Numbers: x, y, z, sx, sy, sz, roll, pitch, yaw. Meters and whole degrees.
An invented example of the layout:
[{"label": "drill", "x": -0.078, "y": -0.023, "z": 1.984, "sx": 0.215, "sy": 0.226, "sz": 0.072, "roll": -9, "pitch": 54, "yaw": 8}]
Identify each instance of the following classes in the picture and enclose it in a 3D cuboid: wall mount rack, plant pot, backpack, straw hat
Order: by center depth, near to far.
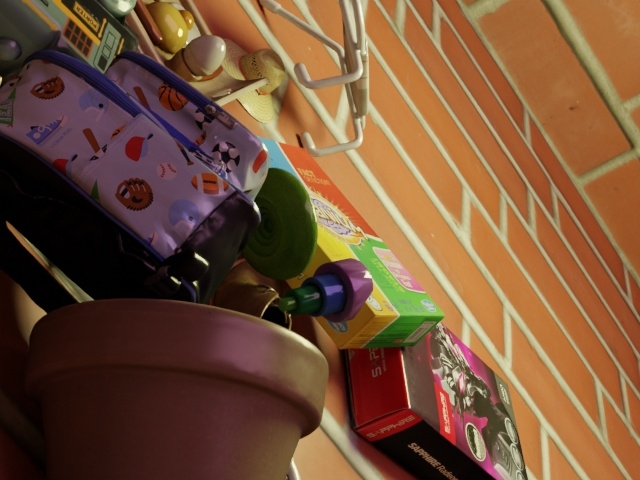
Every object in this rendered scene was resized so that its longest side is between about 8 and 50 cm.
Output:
[{"label": "plant pot", "x": -0.132, "y": 0.200, "z": 1.125, "sx": 0.263, "sy": 0.263, "sz": 0.229, "roll": 34, "pitch": 54, "yaw": -50}, {"label": "backpack", "x": -0.188, "y": -0.049, "z": 1.185, "sx": 0.263, "sy": 0.276, "sz": 0.213, "roll": 34, "pitch": 62, "yaw": -1}, {"label": "straw hat", "x": -0.085, "y": -0.244, "z": 1.921, "sx": 0.144, "sy": 0.061, "sz": 0.144, "roll": 48, "pitch": 26, "yaw": -32}, {"label": "wall mount rack", "x": -0.010, "y": -0.308, "z": 1.977, "sx": 0.350, "sy": 0.130, "sz": 0.304, "roll": 86, "pitch": -8, "yaw": -65}]

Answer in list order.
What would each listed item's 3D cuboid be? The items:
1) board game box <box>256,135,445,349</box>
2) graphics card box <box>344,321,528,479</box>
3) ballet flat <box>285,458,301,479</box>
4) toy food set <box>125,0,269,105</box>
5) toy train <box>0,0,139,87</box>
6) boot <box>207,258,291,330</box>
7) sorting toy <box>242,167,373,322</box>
[{"label": "board game box", "x": 0.000, "y": 0.000, "z": 1.704, "sx": 0.316, "sy": 0.064, "sz": 0.242, "roll": 51, "pitch": 17, "yaw": 19}, {"label": "graphics card box", "x": 0.168, "y": 0.236, "z": 1.902, "sx": 0.371, "sy": 0.094, "sz": 0.233, "roll": 44, "pitch": 29, "yaw": -41}, {"label": "ballet flat", "x": -0.027, "y": 0.385, "z": 1.281, "sx": 0.139, "sy": 0.139, "sz": 0.400, "roll": 34, "pitch": 35, "yaw": -50}, {"label": "toy food set", "x": -0.185, "y": -0.318, "z": 1.739, "sx": 0.306, "sy": 0.092, "sz": 0.220, "roll": 61, "pitch": 22, "yaw": -6}, {"label": "toy train", "x": -0.315, "y": -0.269, "z": 1.352, "sx": 0.334, "sy": 0.142, "sz": 0.190, "roll": 46, "pitch": 37, "yaw": -36}, {"label": "boot", "x": -0.071, "y": 0.093, "z": 1.504, "sx": 0.112, "sy": 0.115, "sz": 0.305, "roll": 53, "pitch": 21, "yaw": -14}, {"label": "sorting toy", "x": -0.103, "y": -0.025, "z": 1.464, "sx": 0.126, "sy": 0.127, "sz": 0.365, "roll": -11, "pitch": 42, "yaw": -43}]
